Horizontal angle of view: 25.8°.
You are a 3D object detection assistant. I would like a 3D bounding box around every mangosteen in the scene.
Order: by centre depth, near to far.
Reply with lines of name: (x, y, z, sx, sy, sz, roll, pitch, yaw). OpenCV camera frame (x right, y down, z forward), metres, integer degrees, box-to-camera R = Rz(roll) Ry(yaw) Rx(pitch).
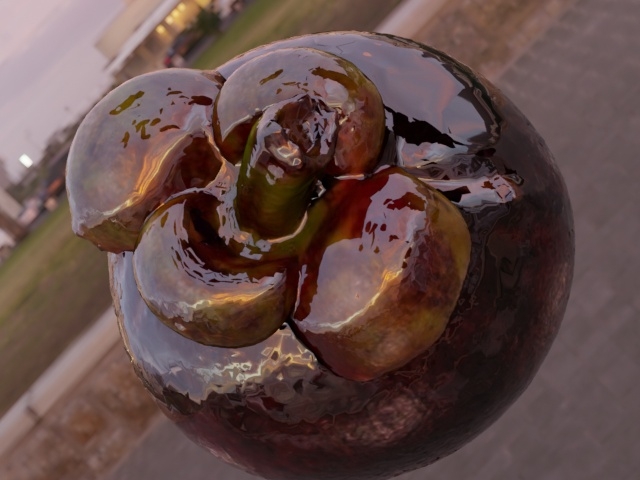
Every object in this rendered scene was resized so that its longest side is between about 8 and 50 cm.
mangosteen: (0.000, 0.000, 0.884, 0.307, 0.307, 0.347, -46, -25, 4)
